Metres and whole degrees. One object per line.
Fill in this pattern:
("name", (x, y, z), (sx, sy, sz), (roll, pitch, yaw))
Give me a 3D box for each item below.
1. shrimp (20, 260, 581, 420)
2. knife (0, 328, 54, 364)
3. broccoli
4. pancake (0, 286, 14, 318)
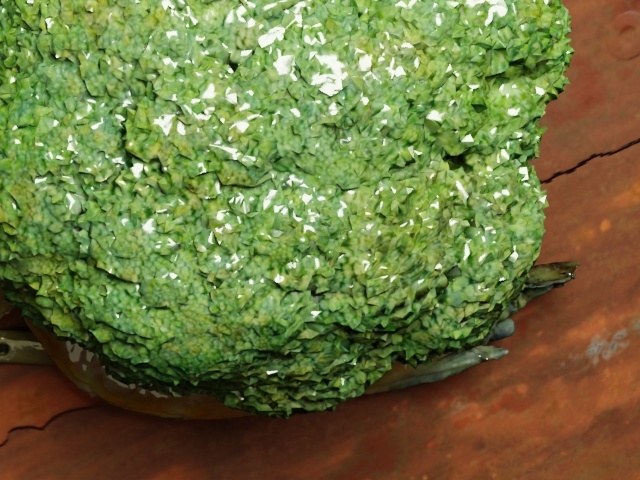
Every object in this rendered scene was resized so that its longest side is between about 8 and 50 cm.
("shrimp", (0.000, 0.000, 0.973), (0.445, 0.085, 0.272), (2, 99, -19))
("knife", (-0.115, 0.080, 1.008), (0.298, 0.017, 0.047), (5, 102, -19))
("broccoli", (-0.045, -0.048, 0.767), (0.413, 0.310, 0.321), (-19, 94, 21))
("pancake", (-0.341, -0.042, 0.865), (0.356, 0.065, 0.356), (-6, 112, -15))
